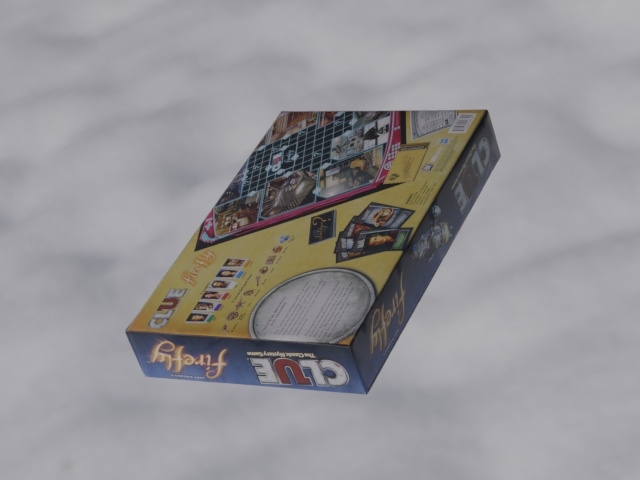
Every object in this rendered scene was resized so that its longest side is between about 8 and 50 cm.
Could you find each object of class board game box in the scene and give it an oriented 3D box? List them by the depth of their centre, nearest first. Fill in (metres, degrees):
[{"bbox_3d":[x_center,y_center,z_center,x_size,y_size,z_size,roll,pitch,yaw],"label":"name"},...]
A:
[{"bbox_3d":[0.000,0.000,1.297,0.165,0.042,0.243,2,40,29],"label":"board game box"}]
